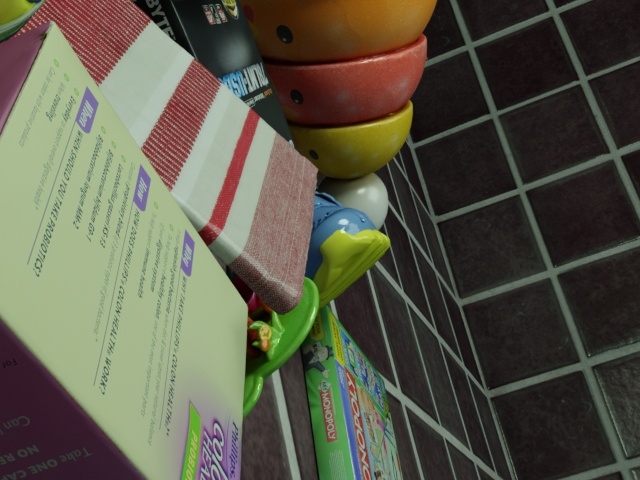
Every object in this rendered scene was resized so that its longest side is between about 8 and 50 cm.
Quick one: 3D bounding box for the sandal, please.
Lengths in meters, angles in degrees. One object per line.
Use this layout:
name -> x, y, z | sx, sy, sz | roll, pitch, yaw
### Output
sandal -> 0.000, 0.000, 1.140 | 0.138, 0.126, 0.317 | 51, -4, 2

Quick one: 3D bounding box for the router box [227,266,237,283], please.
router box -> -0.067, 0.033, 1.029 | 0.122, 0.038, 0.092 | -97, 162, -45

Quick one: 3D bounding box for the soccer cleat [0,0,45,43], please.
soccer cleat -> -0.218, -0.134, 0.456 | 0.093, 0.121, 0.289 | 56, 14, -11

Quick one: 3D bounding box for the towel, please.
towel -> -0.134, -0.102, 0.744 | 0.329, 0.037, 0.237 | 41, 23, -17

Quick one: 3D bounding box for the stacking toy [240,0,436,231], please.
stacking toy -> 0.038, -0.216, 1.404 | 0.350, 0.351, 0.479 | -77, 160, -68

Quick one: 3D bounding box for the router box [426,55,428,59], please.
router box -> 0.043, -0.425, 1.727 | 0.081, 0.243, 0.308 | 50, 24, -56

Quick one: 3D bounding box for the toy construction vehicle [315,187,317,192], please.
toy construction vehicle -> -0.019, -0.047, 1.378 | 0.098, 0.035, 0.085 | -71, 150, -66

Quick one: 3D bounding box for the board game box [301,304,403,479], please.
board game box -> 0.049, 0.265, 1.142 | 0.213, 0.046, 0.317 | 57, 18, -48

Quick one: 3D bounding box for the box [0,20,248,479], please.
box -> -0.147, 0.045, 0.508 | 0.213, 0.117, 0.243 | -94, 158, -52

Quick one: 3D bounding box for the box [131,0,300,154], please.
box -> -0.125, -0.195, 1.076 | 0.295, 0.073, 0.293 | -58, 126, -73

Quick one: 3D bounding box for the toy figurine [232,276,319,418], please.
toy figurine -> -0.106, 0.047, 0.766 | 0.159, 0.130, 0.173 | 47, 47, -27
